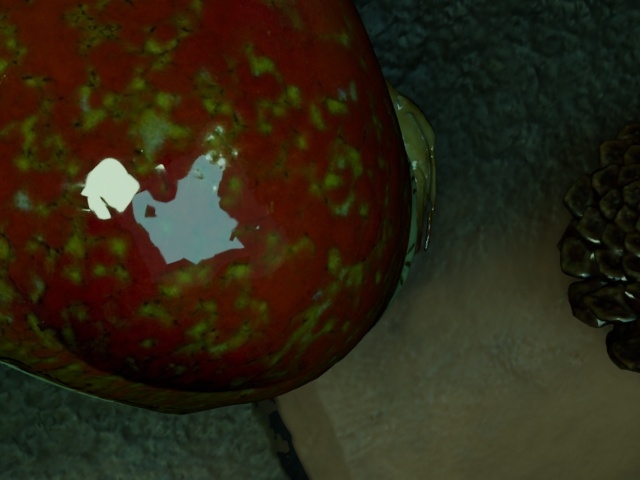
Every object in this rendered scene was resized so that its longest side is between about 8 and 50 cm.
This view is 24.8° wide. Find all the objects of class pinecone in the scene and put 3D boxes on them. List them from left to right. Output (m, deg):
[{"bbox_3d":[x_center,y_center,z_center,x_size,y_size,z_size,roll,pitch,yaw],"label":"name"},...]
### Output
[{"bbox_3d":[0.217,0.021,0.781,0.163,0.163,0.165,-42,137,-7],"label":"pinecone"}]

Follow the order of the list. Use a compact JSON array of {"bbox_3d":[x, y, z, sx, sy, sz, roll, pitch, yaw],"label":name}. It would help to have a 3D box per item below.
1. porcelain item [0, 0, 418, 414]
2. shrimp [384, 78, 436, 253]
[{"bbox_3d":[-0.065,-0.058,0.574,0.253,0.253,0.253,-8,110,-22],"label":"porcelain item"},{"bbox_3d":[-0.001,0.000,0.742,0.124,0.034,0.178,18,94,-35],"label":"shrimp"}]
